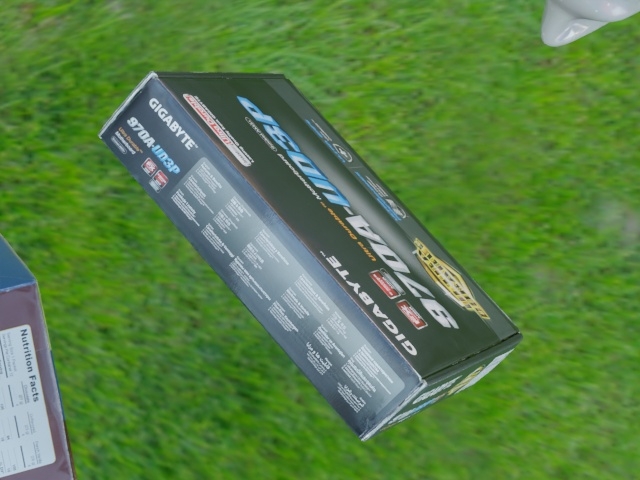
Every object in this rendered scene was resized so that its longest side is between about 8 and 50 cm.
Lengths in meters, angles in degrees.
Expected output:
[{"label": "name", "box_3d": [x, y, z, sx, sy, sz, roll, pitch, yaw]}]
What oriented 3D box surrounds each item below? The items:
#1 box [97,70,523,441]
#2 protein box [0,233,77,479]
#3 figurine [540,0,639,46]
[{"label": "box", "box_3d": [0.000, 0.000, 0.967, 0.051, 0.175, 0.220, -46, 77, 20]}, {"label": "protein box", "box_3d": [-0.277, 0.084, 1.068, 0.201, 0.200, 0.136, -13, 108, -18]}, {"label": "figurine", "box_3d": [0.133, -0.185, 0.638, 0.209, 0.092, 0.215, -29, 129, 7]}]
